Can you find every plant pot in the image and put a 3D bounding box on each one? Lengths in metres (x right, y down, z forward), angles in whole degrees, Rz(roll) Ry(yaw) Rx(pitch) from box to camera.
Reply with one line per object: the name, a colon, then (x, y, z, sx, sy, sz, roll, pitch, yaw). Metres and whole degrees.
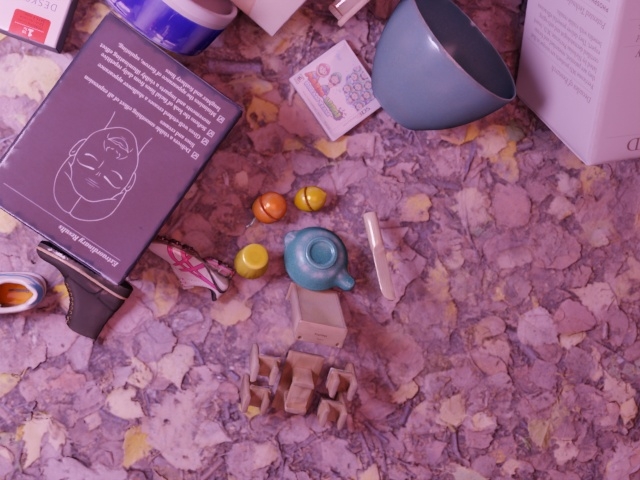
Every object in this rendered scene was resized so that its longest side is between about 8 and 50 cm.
plant pot: (0.215, -0.329, 1.751, 0.290, 0.290, 0.195, 43, 121, -12)

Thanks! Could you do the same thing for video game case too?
video game case: (0.036, -0.307, 1.820, 0.143, 0.019, 0.157, -37, 100, -7)

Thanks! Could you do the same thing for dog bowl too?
dog bowl: (-0.283, -0.464, 1.610, 0.265, 0.265, 0.104, 43, 114, -12)

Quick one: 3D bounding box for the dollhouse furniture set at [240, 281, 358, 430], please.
dollhouse furniture set: (-0.035, 0.233, 1.807, 0.212, 0.161, 0.242, 12, 113, -12)

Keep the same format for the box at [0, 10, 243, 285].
box: (-0.380, -0.164, 1.644, 0.293, 0.212, 0.395, 36, 85, -13)

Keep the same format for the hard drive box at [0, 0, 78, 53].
hard drive box: (-0.537, -0.490, 1.650, 0.181, 0.089, 0.232, 18, 91, -12)

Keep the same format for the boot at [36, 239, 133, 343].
boot: (-0.483, 0.100, 1.716, 0.198, 0.077, 0.137, 33, 96, -8)

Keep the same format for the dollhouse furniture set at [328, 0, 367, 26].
dollhouse furniture set: (-0.006, -0.607, 1.690, 0.355, 0.303, 0.174, 46, 122, -10)

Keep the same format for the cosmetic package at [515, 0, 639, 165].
cosmetic package: (0.610, -0.407, 1.705, 0.330, 0.327, 0.393, -9, 126, -12)

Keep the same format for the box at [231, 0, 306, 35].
box: (-0.164, -0.540, 1.647, 0.311, 0.148, 0.121, 38, 116, -22)

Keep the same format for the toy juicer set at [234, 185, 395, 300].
toy juicer set: (0.000, 0.000, 1.810, 0.329, 0.089, 0.209, 11, 73, -9)

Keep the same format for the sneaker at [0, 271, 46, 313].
sneaker: (-0.637, 0.099, 1.669, 0.229, 0.092, 0.087, -7, 97, -10)

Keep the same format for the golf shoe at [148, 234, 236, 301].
golf shoe: (-0.264, 0.054, 1.757, 0.186, 0.067, 0.086, 28, 89, -13)
